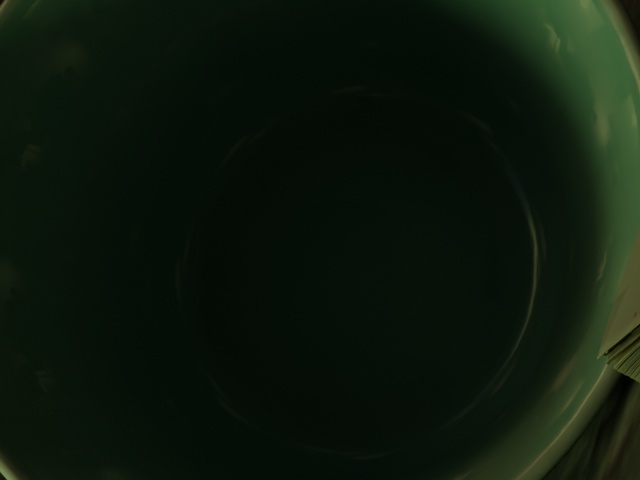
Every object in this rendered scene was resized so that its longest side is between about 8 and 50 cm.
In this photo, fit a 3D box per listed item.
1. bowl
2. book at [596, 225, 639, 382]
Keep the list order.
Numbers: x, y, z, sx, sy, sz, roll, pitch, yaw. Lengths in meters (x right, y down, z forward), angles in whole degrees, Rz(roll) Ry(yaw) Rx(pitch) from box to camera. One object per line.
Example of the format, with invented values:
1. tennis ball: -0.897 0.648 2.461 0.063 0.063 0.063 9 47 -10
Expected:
1. bowl: 0.000 0.000 0.635 0.312 0.311 0.163 -67 -20 -9
2. book: 0.132 -0.035 0.410 0.144 0.035 0.096 -65 2 -34
